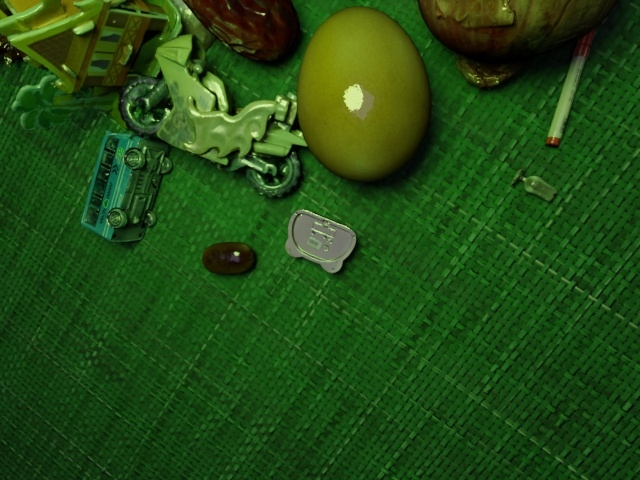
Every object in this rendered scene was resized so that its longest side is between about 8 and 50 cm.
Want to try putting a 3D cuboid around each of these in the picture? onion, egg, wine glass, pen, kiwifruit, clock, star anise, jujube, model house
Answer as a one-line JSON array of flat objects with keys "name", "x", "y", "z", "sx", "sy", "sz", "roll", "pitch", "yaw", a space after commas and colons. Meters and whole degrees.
[{"name": "onion", "x": 0.317, "y": -0.446, "z": 0.663, "sx": 0.353, "sy": 0.353, "sz": 0.354, "roll": 1, "pitch": 94, "yaw": 10}, {"name": "egg", "x": 0.078, "y": -0.272, "z": 0.762, "sx": 0.249, "sy": 0.250, "sz": 0.323, "roll": -7, "pitch": 83, "yaw": 11}, {"name": "wine glass", "x": 0.432, "y": -0.109, "z": 0.817, "sx": 0.083, "sy": 0.039, "sz": 0.042, "roll": 32, "pitch": 97, "yaw": 2}, {"name": "pen", "x": 0.493, "y": -0.303, "z": 0.795, "sx": 0.028, "sy": 0.028, "sz": 0.239, "roll": 15, "pitch": 97, "yaw": 9}, {"name": "kiwifruit", "x": -0.211, "y": 0.040, "z": 0.926, "sx": 0.124, "sy": 0.075, "sz": 0.076, "roll": -6, "pitch": 93, "yaw": 8}, {"name": "clock", "x": 0.000, "y": 0.000, "z": 0.895, "sx": 0.152, "sy": 0.050, "sz": 0.110, "roll": 23, "pitch": 97, "yaw": 8}, {"name": "star anise", "x": -0.740, "y": -0.500, "z": 0.959, "sx": 0.158, "sy": 0.144, "sz": 0.141, "roll": 8, "pitch": 62, "yaw": -19}, {"name": "jujube", "x": -0.158, "y": -0.466, "z": 0.806, "sx": 0.243, "sy": 0.183, "sz": 0.184, "roll": 22, "pitch": 100, "yaw": -32}, {"name": "model house", "x": -0.516, "y": -0.393, "z": 0.794, "sx": 0.357, "sy": 0.312, "sz": 0.243, "roll": -41, "pitch": 84, "yaw": 34}]

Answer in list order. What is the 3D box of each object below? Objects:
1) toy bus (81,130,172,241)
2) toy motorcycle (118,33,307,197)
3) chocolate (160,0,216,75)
[{"name": "toy bus", "x": -0.453, "y": -0.128, "z": 0.937, "sx": 0.134, "sy": 0.113, "sz": 0.247, "roll": 22, "pitch": 99, "yaw": 14}, {"name": "toy motorcycle", "x": -0.208, "y": -0.262, "z": 0.851, "sx": 0.409, "sy": 0.169, "sz": 0.237, "roll": 26, "pitch": 108, "yaw": -7}, {"name": "chocolate", "x": -0.309, "y": -0.524, "z": 0.896, "sx": 0.185, "sy": 0.100, "sz": 0.303, "roll": 46, "pitch": 103, "yaw": 1}]
